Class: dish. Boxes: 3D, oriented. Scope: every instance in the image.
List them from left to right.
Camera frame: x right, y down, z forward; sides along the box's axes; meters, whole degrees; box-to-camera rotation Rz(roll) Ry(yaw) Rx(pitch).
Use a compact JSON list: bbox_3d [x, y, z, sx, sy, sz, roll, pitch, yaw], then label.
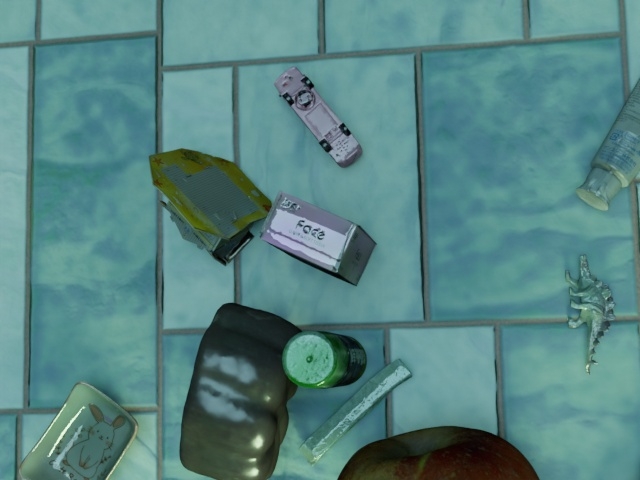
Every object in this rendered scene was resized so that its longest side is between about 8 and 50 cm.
[{"bbox_3d":[-0.432,0.381,1.831,0.151,0.077,0.212,34,90,14],"label":"dish"}]

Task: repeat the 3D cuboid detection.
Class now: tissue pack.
[{"bbox_3d":[0.000,0.000,1.714,0.148,0.246,0.092,24,88,12],"label":"tissue pack"}]

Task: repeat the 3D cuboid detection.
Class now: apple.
[{"bbox_3d":[0.191,0.450,1.579,0.348,0.348,0.277,-10,95,9],"label":"apple"}]

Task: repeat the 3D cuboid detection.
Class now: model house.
[{"bbox_3d":[-0.228,-0.052,1.824,0.219,0.207,0.136,43,128,12],"label":"model house"}]

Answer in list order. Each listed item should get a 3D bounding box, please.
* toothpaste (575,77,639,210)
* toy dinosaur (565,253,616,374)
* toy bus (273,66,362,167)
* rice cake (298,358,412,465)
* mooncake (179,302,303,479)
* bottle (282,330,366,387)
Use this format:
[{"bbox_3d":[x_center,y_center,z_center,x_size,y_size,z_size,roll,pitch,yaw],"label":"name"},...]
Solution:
[{"bbox_3d":[0.554,-0.190,1.737,0.114,0.073,0.299,35,83,13],"label":"toothpaste"},{"bbox_3d":[0.467,0.127,1.721,0.082,0.039,0.209,-1,84,8],"label":"toy dinosaur"},{"bbox_3d":[-0.003,-0.222,1.823,0.063,0.090,0.203,-39,79,3],"label":"toy bus"},{"bbox_3d":[0.061,0.303,1.771,0.245,0.042,0.045,-43,75,3],"label":"rice cake"},{"bbox_3d":[-0.126,0.261,1.693,0.154,0.306,0.306,15,86,6],"label":"mooncake"},{"bbox_3d":[0.011,0.198,1.645,0.093,0.330,0.093,-1,83,10],"label":"bottle"}]
